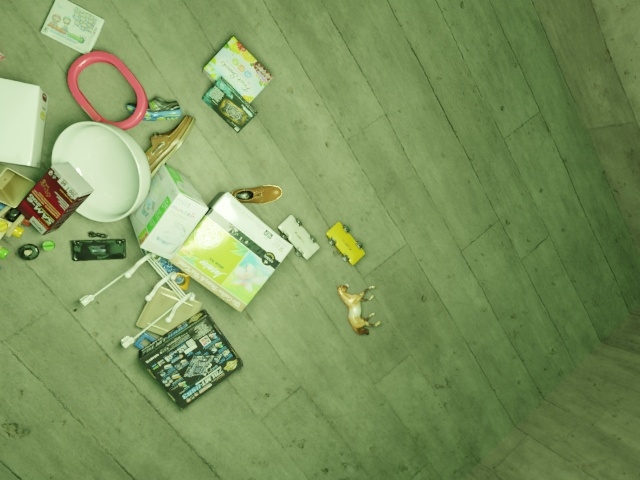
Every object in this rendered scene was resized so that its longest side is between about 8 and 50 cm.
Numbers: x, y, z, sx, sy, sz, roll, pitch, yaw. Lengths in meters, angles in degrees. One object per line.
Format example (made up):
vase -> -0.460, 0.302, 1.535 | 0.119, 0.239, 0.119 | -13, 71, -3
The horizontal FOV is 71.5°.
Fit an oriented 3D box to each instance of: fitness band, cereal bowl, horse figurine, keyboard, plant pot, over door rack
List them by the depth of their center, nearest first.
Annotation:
plant pot -> -1.049, -0.194, 1.477 | 0.109, 0.096, 0.109 | -53, 154, -7
cereal bowl -> -0.734, -0.243, 1.539 | 0.339, 0.141, 0.338 | 4, 109, 11
fitness band -> -0.743, -0.522, 1.560 | 0.209, 0.054, 0.290 | -39, 91, -7
over door rack -> -0.654, 0.219, 1.601 | 0.324, 0.108, 0.239 | -36, 111, -6
keyboard -> -0.815, 0.019, 1.635 | 0.180, 0.023, 0.108 | -2, 102, -20
horse figurine -> 0.175, 0.314, 1.997 | 0.175, 0.066, 0.263 | -10, 96, -24

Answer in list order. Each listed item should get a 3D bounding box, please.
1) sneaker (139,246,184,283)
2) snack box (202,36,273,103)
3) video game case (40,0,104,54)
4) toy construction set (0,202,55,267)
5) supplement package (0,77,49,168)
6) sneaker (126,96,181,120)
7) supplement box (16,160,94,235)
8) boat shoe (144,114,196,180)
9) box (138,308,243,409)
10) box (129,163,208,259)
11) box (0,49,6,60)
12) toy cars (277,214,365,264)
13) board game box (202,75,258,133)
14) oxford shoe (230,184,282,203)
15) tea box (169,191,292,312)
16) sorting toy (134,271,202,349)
sneaker -> -0.603, 0.089, 1.686 | 0.080, 0.081, 0.211 | -46, 109, -12
snack box -> -0.319, -0.641, 1.720 | 0.207, 0.070, 0.174 | 43, 81, -17
video game case -> -0.858, -0.743, 1.543 | 0.157, 0.019, 0.143 | 24, 87, -20
toy construction set -> -1.080, -0.027, 1.419 | 0.258, 0.237, 0.308 | -35, 105, -13
supplement package -> -1.030, -0.384, 1.451 | 0.204, 0.145, 0.261 | 7, 93, -20
sneaker -> -0.614, -0.489, 1.641 | 0.188, 0.067, 0.078 | -5, 76, -18
supplement box -> -0.892, -0.140, 1.494 | 0.239, 0.073, 0.130 | -37, 98, 22
boat shoe -> -0.580, -0.350, 1.634 | 0.104, 0.111, 0.307 | 37, 83, -20
box -> -0.499, 0.466, 1.741 | 0.296, 0.073, 0.293 | -34, 118, -12
box -> -0.536, -0.104, 1.559 | 0.127, 0.262, 0.231 | 30, 102, -42
box -> -1.166, -0.597, 1.392 | 0.257, 0.123, 0.128 | -29, 105, -15
toy cars -> 0.000, 0.000, 1.896 | 0.394, 0.087, 0.176 | 8, 88, -17
board game box -> -0.347, -0.517, 1.703 | 0.186, 0.126, 0.026 | 43, 38, -19
oxford shoe -> -0.251, -0.182, 1.790 | 0.213, 0.076, 0.075 | -10, 97, -20
tea box -> -0.347, 0.036, 1.698 | 0.329, 0.220, 0.323 | 40, 83, -19
sorting toy -> -0.583, 0.280, 1.723 | 0.196, 0.047, 0.347 | 26, 94, -21
